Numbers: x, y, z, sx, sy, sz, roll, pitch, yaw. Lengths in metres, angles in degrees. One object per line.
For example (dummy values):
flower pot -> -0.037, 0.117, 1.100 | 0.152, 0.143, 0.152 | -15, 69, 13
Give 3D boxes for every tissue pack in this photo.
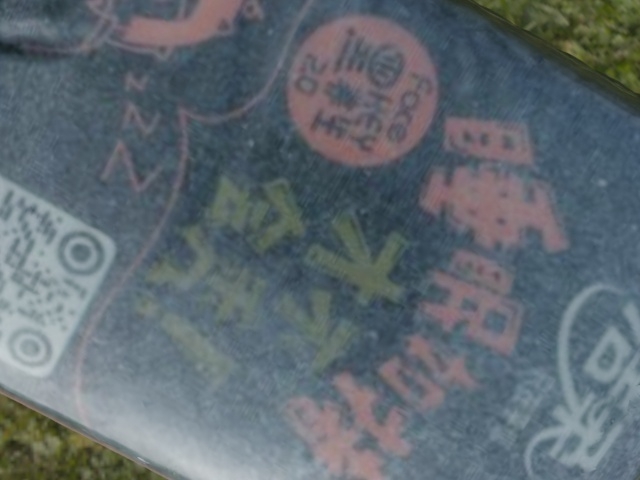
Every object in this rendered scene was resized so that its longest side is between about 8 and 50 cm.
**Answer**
tissue pack -> 0.000, 0.000, 0.511 | 0.316, 0.103, 0.228 | 29, 105, -7
